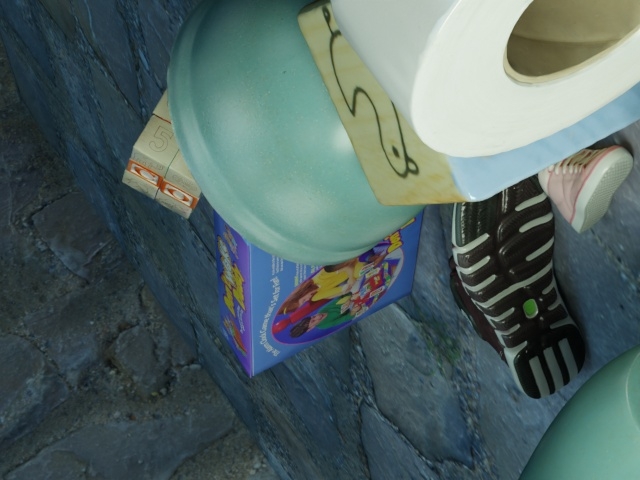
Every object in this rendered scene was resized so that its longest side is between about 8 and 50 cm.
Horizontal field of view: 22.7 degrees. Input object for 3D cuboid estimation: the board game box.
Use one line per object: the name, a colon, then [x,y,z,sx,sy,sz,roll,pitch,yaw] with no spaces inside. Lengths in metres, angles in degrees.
board game box: [0.000,0.000,1.810,0.078,0.233,0.347,55,161,25]

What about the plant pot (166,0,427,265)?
plant pot: [0.034,-0.142,1.481,0.196,0.293,0.293,-23,94,46]

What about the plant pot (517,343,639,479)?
plant pot: [0.286,0.207,1.197,0.293,0.293,0.235,50,144,37]

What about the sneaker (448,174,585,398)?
sneaker: [0.161,0.017,1.578,0.162,0.106,0.281,43,155,57]

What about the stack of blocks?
stack of blocks: [-0.107,-0.176,1.755,0.087,0.297,0.171,29,161,-3]

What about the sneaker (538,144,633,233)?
sneaker: [0.221,-0.060,1.362,0.070,0.051,0.134,53,166,16]

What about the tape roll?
tape roll: [0.149,-0.182,0.985,0.100,0.286,0.286,56,162,24]

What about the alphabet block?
alphabet block: [0.124,-0.148,1.277,0.192,0.193,0.197,67,163,-7]
